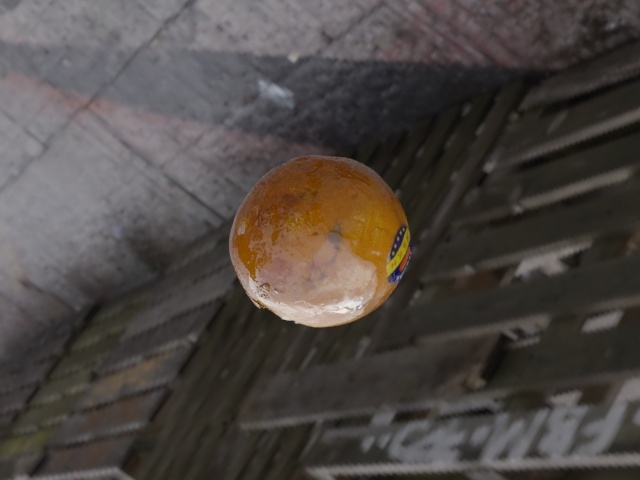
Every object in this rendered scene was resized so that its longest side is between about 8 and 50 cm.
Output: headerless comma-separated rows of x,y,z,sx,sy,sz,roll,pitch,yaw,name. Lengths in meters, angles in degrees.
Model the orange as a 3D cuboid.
-0.001,0.000,0.624,0.084,0.083,0.083,29,156,14,orange
